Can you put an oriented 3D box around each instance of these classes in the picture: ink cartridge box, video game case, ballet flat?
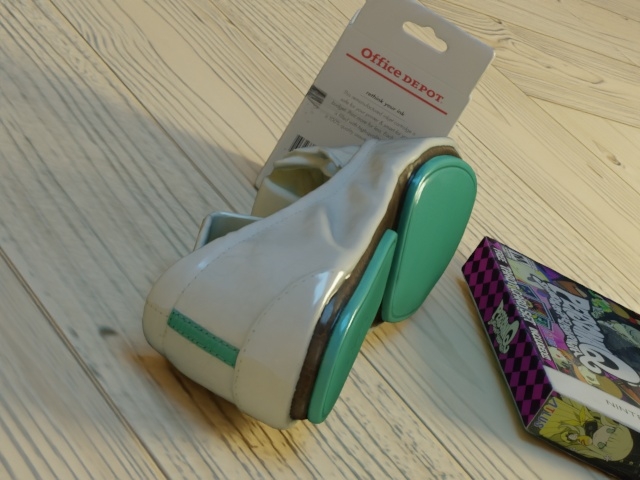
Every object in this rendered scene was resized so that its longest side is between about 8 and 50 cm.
[{"bbox_3d":[0.042,-0.094,1.262,0.104,0.180,0.060,31,20,-3],"label":"ink cartridge box"},{"bbox_3d":[0.216,0.103,1.253,0.210,0.042,0.232,27,20,-18],"label":"video game case"},{"bbox_3d":[0.000,0.000,1.081,0.139,0.139,0.400,34,22,6],"label":"ballet flat"}]
